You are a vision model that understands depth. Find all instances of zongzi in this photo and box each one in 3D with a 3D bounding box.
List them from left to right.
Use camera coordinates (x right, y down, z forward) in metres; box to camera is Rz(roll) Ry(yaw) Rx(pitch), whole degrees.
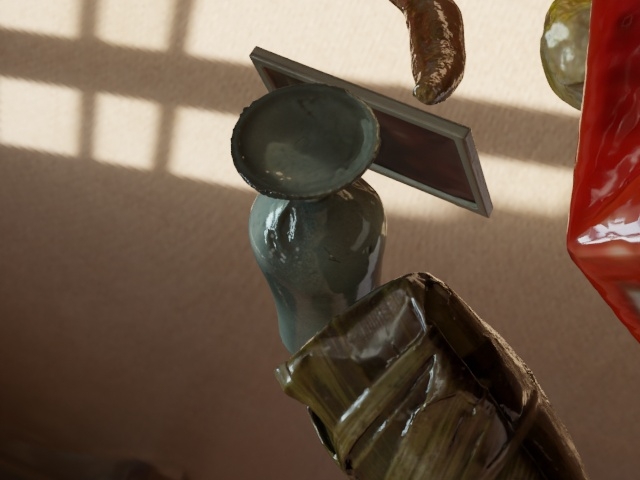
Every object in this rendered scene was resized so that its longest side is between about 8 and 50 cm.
[{"bbox_3d":[0.119,0.163,0.817,0.288,0.134,0.286,50,-173,12],"label":"zongzi"}]

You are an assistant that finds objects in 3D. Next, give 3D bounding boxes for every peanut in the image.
[{"bbox_3d":[0.201,-0.121,0.794,0.087,0.087,0.206,-1,-173,35],"label":"peanut"}]

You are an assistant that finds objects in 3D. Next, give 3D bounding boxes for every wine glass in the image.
[{"bbox_3d":[0.000,0.000,0.925,0.103,0.103,0.231,13,145,16],"label":"wine glass"}]

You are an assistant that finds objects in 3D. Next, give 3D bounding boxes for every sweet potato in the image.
[{"bbox_3d":[0.104,-0.205,1.243,0.078,0.255,0.058,-15,130,0],"label":"sweet potato"}]

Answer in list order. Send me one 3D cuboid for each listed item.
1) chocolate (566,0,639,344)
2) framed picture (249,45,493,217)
[{"bbox_3d":[0.261,-0.053,0.620,0.161,0.341,0.360,-10,143,34],"label":"chocolate"},{"bbox_3d":[0.065,-0.128,1.522,0.289,0.020,0.211,23,165,24],"label":"framed picture"}]
